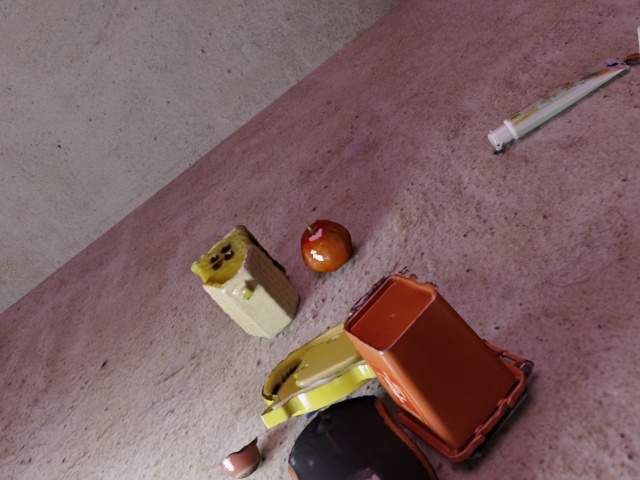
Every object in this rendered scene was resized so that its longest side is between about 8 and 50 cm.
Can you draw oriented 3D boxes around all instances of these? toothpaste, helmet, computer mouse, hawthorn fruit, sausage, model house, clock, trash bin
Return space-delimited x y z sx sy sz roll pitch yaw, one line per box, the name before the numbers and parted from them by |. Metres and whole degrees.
toothpaste | 0.509 -0.302 1.419 0.314 0.058 0.056 -31 -17 6
helmet | -0.130 0.386 1.140 0.084 0.049 0.065 -26 -20 -38
computer mouse | 0.051 0.327 0.929 0.183 0.116 0.323 -36 25 -6
hawthorn fruit | 0.006 0.010 1.490 0.125 0.140 0.125 -62 1 2
sausage | 0.703 -0.379 1.316 0.028 0.025 0.198 -35 22 -29
model house | -0.166 0.111 1.469 0.175 0.193 0.234 -37 29 4
clock | 0.031 0.218 1.128 0.277 0.071 0.293 -27 9 17
trash bin | 0.163 0.160 0.906 0.184 0.239 0.161 -44 26 -13

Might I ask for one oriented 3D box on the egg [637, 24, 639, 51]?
egg | 0.634 -0.274 1.089 0.206 0.162 0.271 7 75 6
